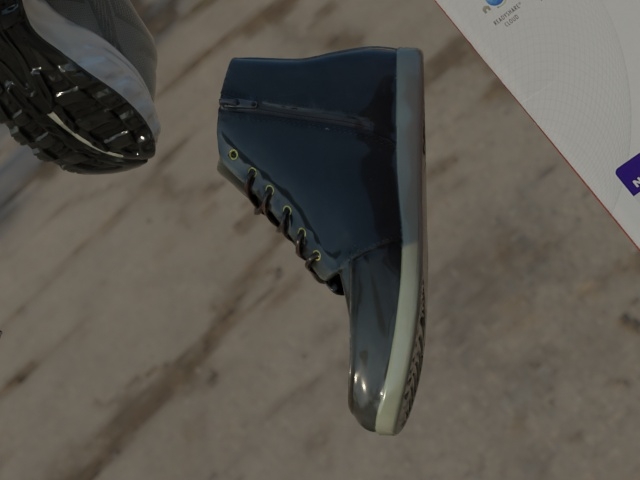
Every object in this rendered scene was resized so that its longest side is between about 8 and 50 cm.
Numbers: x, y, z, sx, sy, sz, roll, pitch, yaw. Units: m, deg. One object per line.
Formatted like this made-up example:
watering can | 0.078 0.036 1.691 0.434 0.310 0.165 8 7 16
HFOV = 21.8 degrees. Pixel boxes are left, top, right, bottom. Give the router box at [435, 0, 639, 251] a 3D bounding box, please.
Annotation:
router box | 0.240 -0.151 0.779 0.335 0.301 0.082 -36 15 24

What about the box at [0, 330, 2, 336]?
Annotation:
box | -0.268 -0.006 0.707 0.044 0.233 0.159 -55 -13 15

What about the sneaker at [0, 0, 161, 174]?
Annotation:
sneaker | -0.180 -0.152 0.948 0.100 0.271 0.108 -12 50 22

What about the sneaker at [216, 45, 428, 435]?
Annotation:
sneaker | 0.000 0.000 0.929 0.083 0.118 0.222 73 -162 -71
